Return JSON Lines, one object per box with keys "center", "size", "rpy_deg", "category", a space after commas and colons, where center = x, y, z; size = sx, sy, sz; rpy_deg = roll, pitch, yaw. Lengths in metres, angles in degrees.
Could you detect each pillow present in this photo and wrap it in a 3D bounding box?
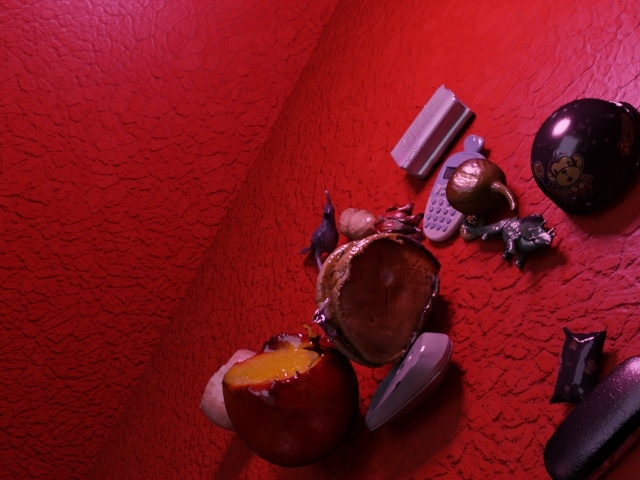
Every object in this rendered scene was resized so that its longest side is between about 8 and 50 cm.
{"center": [0.471, 0.232, 1.371], "size": [0.090, 0.048, 0.150], "rpy_deg": [-24, 48, 66], "category": "pillow"}

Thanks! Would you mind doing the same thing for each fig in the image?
{"center": [0.394, -0.115, 1.751], "size": [0.149, 0.149, 0.245], "rpy_deg": [-62, 24, 1], "category": "fig"}

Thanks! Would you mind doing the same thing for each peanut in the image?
{"center": [0.116, -0.048, 2.299], "size": [0.104, 0.085, 0.228], "rpy_deg": [-57, 22, -6], "category": "peanut"}

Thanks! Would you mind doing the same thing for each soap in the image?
{"center": [0.318, -0.311, 2.161], "size": [0.261, 0.094, 0.150], "rpy_deg": [-55, 26, 17], "category": "soap"}

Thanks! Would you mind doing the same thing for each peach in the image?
{"center": [-0.064, 0.407, 1.907], "size": [0.335, 0.310, 0.406], "rpy_deg": [-31, 9, -19], "category": "peach"}

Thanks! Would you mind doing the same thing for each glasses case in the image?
{"center": [0.477, 0.306, 1.259], "size": [0.267, 0.067, 0.103], "rpy_deg": [-53, 28, 18], "category": "glasses case"}

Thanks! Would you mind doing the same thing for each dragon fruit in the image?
{"center": [0.213, -0.027, 2.066], "size": [0.121, 0.130, 0.142], "rpy_deg": [-39, 4, -40], "category": "dragon fruit"}

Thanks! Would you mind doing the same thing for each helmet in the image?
{"center": [0.534, -0.200, 1.557], "size": [0.230, 0.160, 0.279], "rpy_deg": [-26, 44, 55], "category": "helmet"}

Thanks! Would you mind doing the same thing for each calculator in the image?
{"center": [0.357, -0.137, 1.971], "size": [0.303, 0.042, 0.188], "rpy_deg": [-64, 24, -3], "category": "calculator"}

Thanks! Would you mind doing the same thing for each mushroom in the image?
{"center": [-0.232, 0.488, 2.351], "size": [0.189, 0.195, 0.254], "rpy_deg": [36, 91, 32], "category": "mushroom"}

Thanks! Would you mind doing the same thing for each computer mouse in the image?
{"center": [0.210, 0.329, 1.716], "size": [0.288, 0.097, 0.159], "rpy_deg": [-58, 2, 30], "category": "computer mouse"}

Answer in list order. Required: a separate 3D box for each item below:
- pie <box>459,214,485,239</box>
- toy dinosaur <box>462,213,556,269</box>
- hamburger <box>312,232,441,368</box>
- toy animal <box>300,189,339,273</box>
{"center": [0.376, -0.038, 1.858], "size": [0.084, 0.021, 0.084], "rpy_deg": [-43, 31, 34], "category": "pie"}
{"center": [0.416, 0.000, 1.682], "size": [0.292, 0.079, 0.120], "rpy_deg": [-9, 51, 59], "category": "toy dinosaur"}
{"center": [0.133, 0.129, 1.808], "size": [0.318, 0.277, 0.195], "rpy_deg": [-56, 8, -15], "category": "hamburger"}
{"center": [0.011, 0.022, 2.398], "size": [0.367, 0.081, 0.206], "rpy_deg": [112, 148, -57], "category": "toy animal"}
